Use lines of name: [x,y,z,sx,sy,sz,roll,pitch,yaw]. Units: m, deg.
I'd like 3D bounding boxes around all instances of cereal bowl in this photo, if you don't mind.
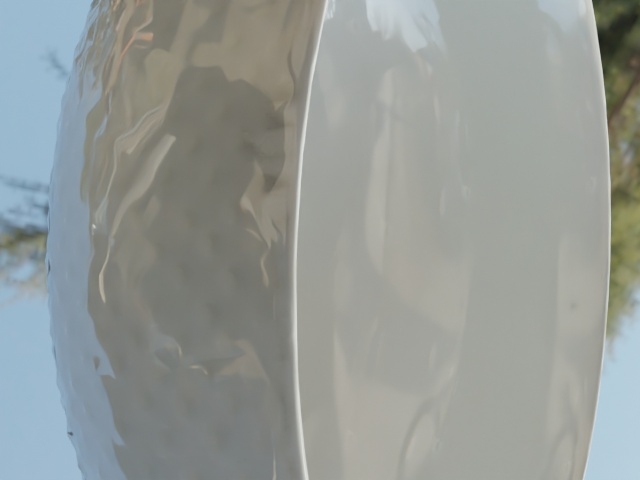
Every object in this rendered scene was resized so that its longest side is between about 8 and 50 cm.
cereal bowl: [0.000,0.000,0.628,0.141,0.339,0.339,1,-144,24]
